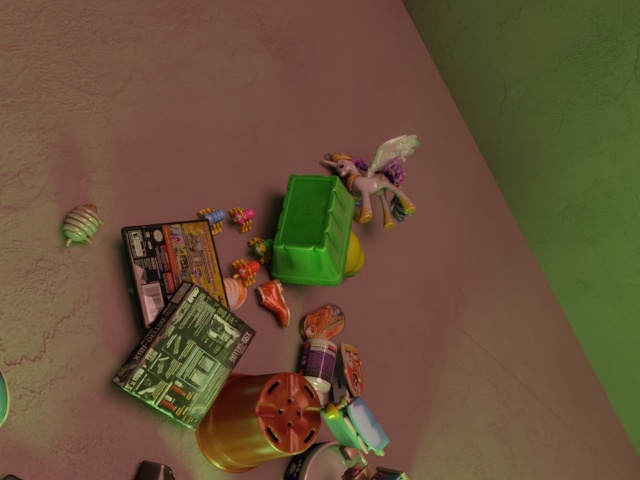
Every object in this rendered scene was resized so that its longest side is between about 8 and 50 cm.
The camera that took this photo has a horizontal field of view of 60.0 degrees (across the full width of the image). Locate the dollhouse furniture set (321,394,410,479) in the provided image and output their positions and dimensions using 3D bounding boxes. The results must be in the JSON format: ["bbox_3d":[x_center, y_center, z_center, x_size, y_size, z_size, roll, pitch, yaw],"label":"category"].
[{"bbox_3d":[0.038,0.571,1.452,0.198,0.286,0.303,-32,90,-29],"label":"dollhouse furniture set"}]

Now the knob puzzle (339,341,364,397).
[{"bbox_3d":[0.119,0.437,1.826,0.213,0.030,0.213,-16,90,-74],"label":"knob puzzle"}]

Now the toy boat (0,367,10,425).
[{"bbox_3d":[-0.783,0.267,1.104,0.268,0.148,0.318,-11,79,-43],"label":"toy boat"}]

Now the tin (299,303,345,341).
[{"bbox_3d":[0.008,0.282,1.861,0.190,0.040,0.106,-20,81,-44],"label":"tin"}]

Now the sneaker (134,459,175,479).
[{"bbox_3d":[-0.358,0.628,1.354,0.222,0.083,0.118,36,51,-22],"label":"sneaker"}]

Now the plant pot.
[{"bbox_3d":[-0.154,0.470,1.476,0.273,0.265,0.272,18,60,-34],"label":"plant pot"}]

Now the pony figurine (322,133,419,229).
[{"bbox_3d":[0.216,-0.222,2.107,0.351,0.302,0.363,-11,57,-18],"label":"pony figurine"}]

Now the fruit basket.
[{"bbox_3d":[0.000,0.000,1.880,0.392,0.283,0.391,4,90,-78],"label":"fruit basket"}]

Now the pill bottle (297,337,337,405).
[{"bbox_3d":[-0.015,0.413,1.731,0.108,0.108,0.193,31,53,-27],"label":"pill bottle"}]

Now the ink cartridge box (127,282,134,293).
[{"bbox_3d":[-0.444,0.079,1.541,0.104,0.062,0.181,33,53,-25],"label":"ink cartridge box"}]

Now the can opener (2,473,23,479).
[{"bbox_3d":[-0.565,0.596,1.186,0.280,0.093,0.074,43,61,-20],"label":"can opener"}]

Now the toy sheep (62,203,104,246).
[{"bbox_3d":[-0.618,-0.039,1.431,0.091,0.091,0.132,33,58,-25],"label":"toy sheep"}]

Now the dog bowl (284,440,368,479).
[{"bbox_3d":[0.026,0.727,1.616,0.265,0.104,0.264,19,59,-34],"label":"dog bowl"}]

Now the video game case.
[{"bbox_3d":[-0.391,0.085,1.510,0.248,0.035,0.274,-8,79,-38],"label":"video game case"}]

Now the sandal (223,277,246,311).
[{"bbox_3d":[-0.311,0.165,1.608,0.265,0.076,0.101,-10,78,-44],"label":"sandal"}]

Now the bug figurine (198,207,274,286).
[{"bbox_3d":[-0.246,-0.007,1.723,0.279,0.072,0.216,56,39,0],"label":"bug figurine"}]

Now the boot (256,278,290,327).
[{"bbox_3d":[-0.149,0.208,1.751,0.085,0.059,0.157,-18,84,-30],"label":"boot"}]

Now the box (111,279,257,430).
[{"bbox_3d":[-0.340,0.296,1.437,0.242,0.077,0.307,45,66,-31],"label":"box"}]

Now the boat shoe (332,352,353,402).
[{"bbox_3d":[0.076,0.468,1.825,0.083,0.065,0.183,50,30,-46],"label":"boat shoe"}]
